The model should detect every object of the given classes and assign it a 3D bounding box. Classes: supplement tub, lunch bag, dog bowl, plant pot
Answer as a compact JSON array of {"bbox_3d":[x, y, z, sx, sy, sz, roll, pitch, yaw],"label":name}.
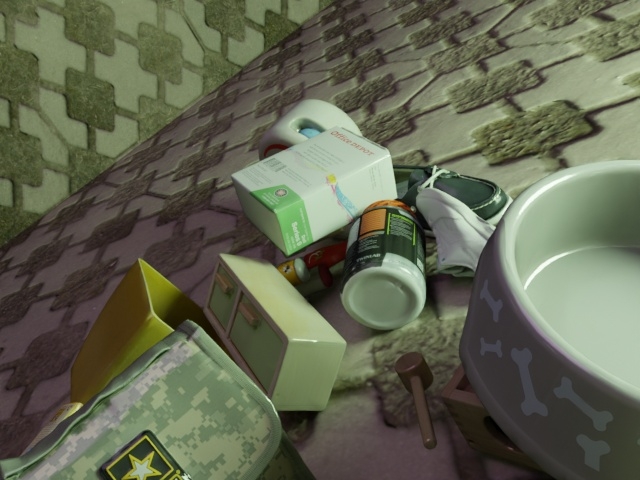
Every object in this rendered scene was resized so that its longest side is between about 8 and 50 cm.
[{"bbox_3d":[0.093,0.027,0.978,0.117,0.117,0.190,-20,28,21],"label":"supplement tub"},{"bbox_3d":[-0.134,0.250,0.643,0.235,0.287,0.169,-41,28,-20],"label":"lunch bag"},{"bbox_3d":[0.294,0.058,0.574,0.349,0.102,0.349,-1,42,1],"label":"dog bowl"},{"bbox_3d":[-0.236,0.188,0.970,0.187,0.212,0.212,-46,27,-1],"label":"plant pot"}]

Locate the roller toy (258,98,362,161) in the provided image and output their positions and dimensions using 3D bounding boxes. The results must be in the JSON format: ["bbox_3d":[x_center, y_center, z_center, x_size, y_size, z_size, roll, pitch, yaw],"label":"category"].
[{"bbox_3d":[-0.021,-0.166,1.346,0.209,0.191,0.146,3,43,48],"label":"roller toy"}]

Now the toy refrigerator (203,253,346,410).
[{"bbox_3d":[-0.078,0.118,0.947,0.269,0.094,0.102,41,118,55],"label":"toy refrigerator"}]

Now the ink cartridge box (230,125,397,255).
[{"bbox_3d":[-0.009,-0.086,1.081,0.212,0.093,0.154,-30,38,-19],"label":"ink cartridge box"}]

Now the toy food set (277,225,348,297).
[{"bbox_3d":[0.000,0.000,1.128,0.104,0.111,0.232,-23,28,17],"label":"toy food set"}]

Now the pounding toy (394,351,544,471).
[{"bbox_3d":[0.173,0.164,0.683,0.206,0.094,0.181,3,41,49],"label":"pounding toy"}]

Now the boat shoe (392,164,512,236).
[{"bbox_3d":[0.165,-0.074,1.105,0.302,0.091,0.114,1,41,47],"label":"boat shoe"}]

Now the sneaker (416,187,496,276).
[{"bbox_3d":[0.186,0.001,0.950,0.094,0.080,0.212,-51,41,4],"label":"sneaker"}]

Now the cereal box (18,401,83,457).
[{"bbox_3d":[-0.313,0.339,0.804,0.047,0.173,0.240,-15,29,42],"label":"cereal box"}]
